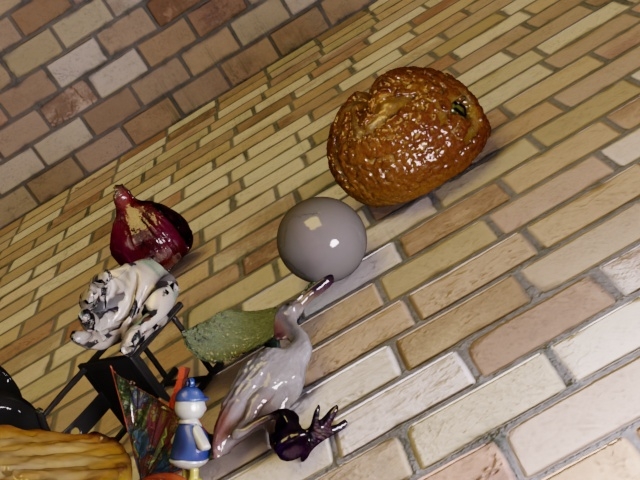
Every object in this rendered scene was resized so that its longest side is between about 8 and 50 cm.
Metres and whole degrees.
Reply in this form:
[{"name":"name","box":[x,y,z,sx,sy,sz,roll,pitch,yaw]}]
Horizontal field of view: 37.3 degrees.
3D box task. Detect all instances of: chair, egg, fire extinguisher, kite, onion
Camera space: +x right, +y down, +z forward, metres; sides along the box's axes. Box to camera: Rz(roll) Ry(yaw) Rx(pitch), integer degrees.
[{"name":"chair","box":[-0.296,0.233,1.486,0.141,0.154,0.260,-14,26,39]},{"name":"egg","box":[0.000,0.000,1.587,0.146,0.146,0.199,-39,9,-16]},{"name":"fire extinguisher","box":[-0.076,0.180,1.471,0.038,0.025,0.083,-32,22,7]},{"name":"kite","box":[-0.230,0.264,1.363,0.189,0.232,0.009,-68,-21,6]},{"name":"onion","box":[-0.395,-0.021,2.061,0.140,0.218,0.195,-45,24,-26]}]

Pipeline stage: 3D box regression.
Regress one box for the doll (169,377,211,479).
[{"name":"doll","box":[-0.179,0.261,1.304,0.058,0.142,0.099,3,-8,-35]}]

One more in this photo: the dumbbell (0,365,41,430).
[{"name":"dumbbell","box":[-0.589,0.325,1.617,0.204,0.203,0.322,-40,24,-18]}]

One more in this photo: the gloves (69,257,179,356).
[{"name":"gloves","box":[-0.307,0.105,1.438,0.111,0.127,0.212,-24,8,44]}]

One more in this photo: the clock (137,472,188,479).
[{"name":"clock","box":[-0.246,0.385,1.231,0.205,0.051,0.205,-28,21,12]}]

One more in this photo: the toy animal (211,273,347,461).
[{"name":"toy animal","box":[-0.060,0.195,1.331,0.195,0.090,0.324,-21,34,14]}]

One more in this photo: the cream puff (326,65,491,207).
[{"name":"cream puff","box":[0.144,-0.199,1.731,0.303,0.212,0.303,-32,23,15]}]

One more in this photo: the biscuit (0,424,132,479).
[{"name":"biscuit","box":[-0.391,0.319,1.227,0.297,0.101,0.296,4,3,0]}]

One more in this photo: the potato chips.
[{"name":"potato chips","box":[-0.105,0.127,1.518,0.228,0.059,0.167,-20,17,1]}]
